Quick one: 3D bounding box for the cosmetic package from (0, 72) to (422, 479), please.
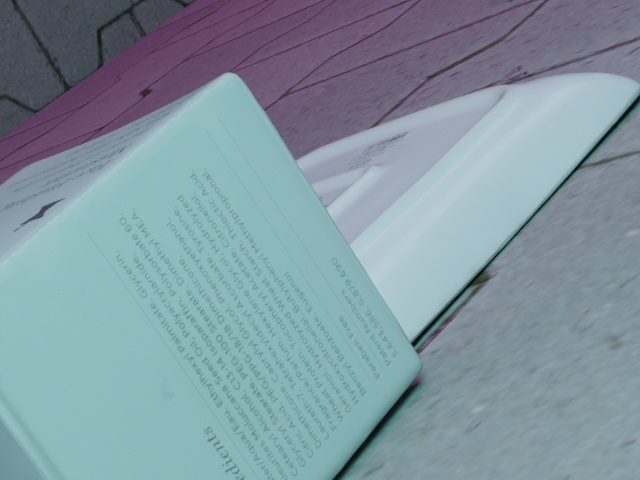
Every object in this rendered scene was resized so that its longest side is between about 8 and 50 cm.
[{"bbox_3d":[-0.090,0.056,0.680,0.151,0.151,0.184,-20,18,43],"label":"cosmetic package"}]

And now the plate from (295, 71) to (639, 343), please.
[{"bbox_3d":[0.000,0.000,0.916,0.277,0.045,0.278,-17,19,47],"label":"plate"}]
